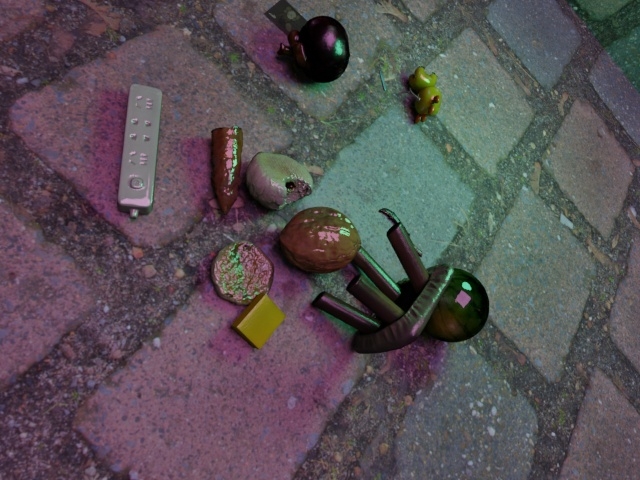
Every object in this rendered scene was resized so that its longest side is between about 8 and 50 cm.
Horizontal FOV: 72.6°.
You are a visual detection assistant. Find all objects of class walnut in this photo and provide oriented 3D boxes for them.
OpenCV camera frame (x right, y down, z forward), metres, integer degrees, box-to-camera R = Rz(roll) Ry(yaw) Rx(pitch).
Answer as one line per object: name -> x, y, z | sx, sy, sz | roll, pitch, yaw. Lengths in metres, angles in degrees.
walnut -> 0.000, 0.000, 1.278 | 0.244, 0.198, 0.198 | 4, 72, -7

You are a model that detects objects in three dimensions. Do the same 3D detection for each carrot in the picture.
carrot -> -0.272, -0.200, 1.260 | 0.101, 0.102, 0.264 | 4, 76, -26

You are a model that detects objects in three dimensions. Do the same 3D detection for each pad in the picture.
pad -> -0.098, -0.785, 1.582 | 0.190, 0.004, 0.127 | 41, 61, -11

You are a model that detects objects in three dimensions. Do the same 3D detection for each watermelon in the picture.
watermelon -> 0.415, 0.206, 1.400 | 0.242, 0.242, 0.243 | 8, 71, -25

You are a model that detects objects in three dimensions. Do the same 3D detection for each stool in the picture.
stool -> 0.177, 0.141, 1.259 | 0.226, 0.310, 0.310 | 44, 58, -7

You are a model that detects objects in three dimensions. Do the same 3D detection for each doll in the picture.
doll -> 0.412, -0.564, 1.703 | 0.135, 0.143, 0.221 | 17, 60, -24

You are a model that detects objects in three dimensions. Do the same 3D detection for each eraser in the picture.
eraser -> -0.167, 0.219, 1.191 | 0.097, 0.045, 0.122 | 50, 64, -22

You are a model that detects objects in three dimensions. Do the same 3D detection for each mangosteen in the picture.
mangosteen -> -0.024, -0.643, 1.477 | 0.249, 0.211, 0.212 | -1, 73, 4

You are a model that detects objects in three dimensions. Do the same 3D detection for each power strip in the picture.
power strip -> -0.489, -0.242, 1.179 | 0.090, 0.062, 0.386 | 5, 71, -22

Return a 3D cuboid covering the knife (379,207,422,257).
knife -> 0.290, -0.032, 1.535 | 0.045, 0.021, 0.222 | -40, 91, -31

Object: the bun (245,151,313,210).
bun -> -0.129, -0.166, 1.302 | 0.212, 0.127, 0.204 | 10, 44, -30

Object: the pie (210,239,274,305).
pie -> -0.218, 0.093, 1.224 | 0.186, 0.041, 0.187 | 8, 72, -26

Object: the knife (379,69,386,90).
knife -> 0.245, -0.628, 1.707 | 0.014, 0.005, 0.091 | -6, 77, -27
